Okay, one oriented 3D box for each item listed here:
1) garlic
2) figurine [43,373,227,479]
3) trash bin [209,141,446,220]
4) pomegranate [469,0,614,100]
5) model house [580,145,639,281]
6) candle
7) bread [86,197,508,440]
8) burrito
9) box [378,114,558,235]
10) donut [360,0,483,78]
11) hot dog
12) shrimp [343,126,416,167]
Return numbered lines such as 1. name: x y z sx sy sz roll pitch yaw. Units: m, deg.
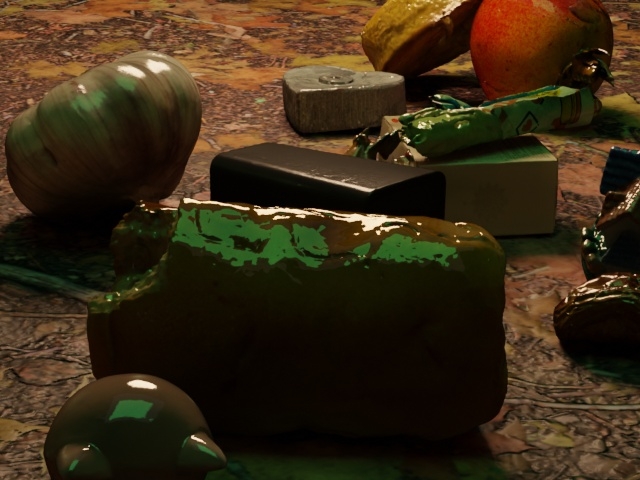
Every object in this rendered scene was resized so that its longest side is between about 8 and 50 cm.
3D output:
1. garlic: -0.207 -0.080 1.700 0.253 0.245 0.245 48 36 9
2. figurine: -0.139 0.158 1.110 0.125 0.125 0.138 -6 6 -18
3. trash bin: 0.000 0.000 1.470 0.225 0.165 0.115 17 26 42
4. pomegranate: 0.319 -0.270 2.165 0.210 0.210 0.235 -9 38 -25
5. model house: 0.325 -0.040 1.549 0.119 0.148 0.148 18 51 29
6. candle: 0.017 -0.198 2.145 0.192 0.068 0.168 9 23 32
7. bread: -0.018 0.065 1.253 0.344 0.195 0.149 2 0 3
8. burrito: 0.194 -0.145 1.751 0.288 0.054 0.104 -15 25 -34
9. box: 0.169 -0.080 1.788 0.168 0.095 0.212 -1 20 -8
10. donut: 0.175 -0.325 2.298 0.253 0.253 0.118 -23 71 -48
11. hot dog: 0.293 0.069 1.433 0.147 0.065 0.099 4 11 14
12. shrimp: 0.056 -0.042 1.613 0.132 0.187 0.051 -3 -27 32
